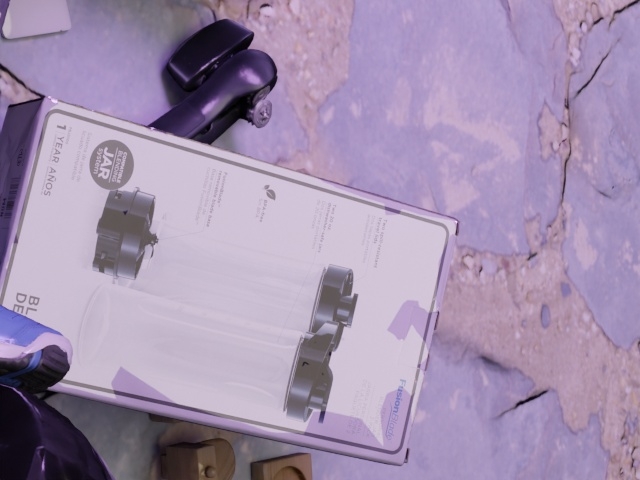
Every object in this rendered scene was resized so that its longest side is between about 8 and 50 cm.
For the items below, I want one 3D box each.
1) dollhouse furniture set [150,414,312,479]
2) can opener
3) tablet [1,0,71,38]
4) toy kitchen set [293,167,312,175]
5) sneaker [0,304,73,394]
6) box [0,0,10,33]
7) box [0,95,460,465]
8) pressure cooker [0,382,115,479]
[{"bbox_3d":[-0.021,0.142,1.062,0.144,0.123,0.151,-6,92,-45],"label":"dollhouse furniture set"},{"bbox_3d":[-0.094,-0.075,1.057,0.186,0.073,0.059,-49,159,-31],"label":"can opener"},{"bbox_3d":[-0.187,-0.172,0.992,0.054,0.006,0.083,-17,101,-44],"label":"tablet"},{"bbox_3d":[0.000,0.000,1.156,0.068,0.075,0.083,-16,140,-41],"label":"toy kitchen set"},{"bbox_3d":[-0.233,0.029,0.834,0.211,0.080,0.081,16,63,-7],"label":"sneaker"},{"bbox_3d":[-0.284,-0.191,0.799,0.247,0.142,0.163,25,71,-41],"label":"box"},{"bbox_3d":[-0.069,0.031,0.975,0.290,0.087,0.169,14,84,-25],"label":"box"},{"bbox_3d":[-0.185,0.321,0.705,0.369,0.375,0.420,-26,116,0],"label":"pressure cooker"}]
